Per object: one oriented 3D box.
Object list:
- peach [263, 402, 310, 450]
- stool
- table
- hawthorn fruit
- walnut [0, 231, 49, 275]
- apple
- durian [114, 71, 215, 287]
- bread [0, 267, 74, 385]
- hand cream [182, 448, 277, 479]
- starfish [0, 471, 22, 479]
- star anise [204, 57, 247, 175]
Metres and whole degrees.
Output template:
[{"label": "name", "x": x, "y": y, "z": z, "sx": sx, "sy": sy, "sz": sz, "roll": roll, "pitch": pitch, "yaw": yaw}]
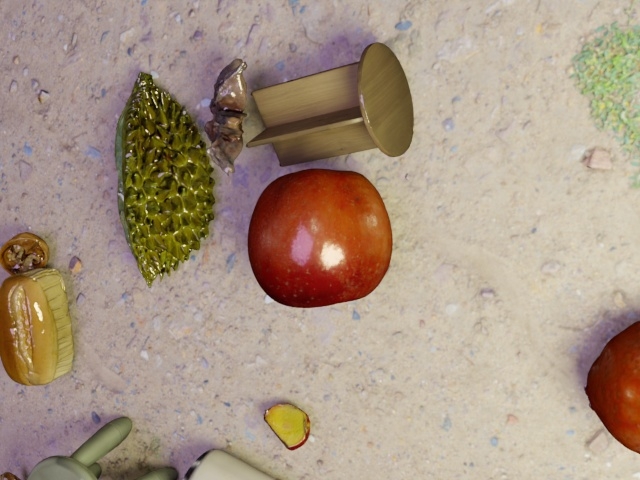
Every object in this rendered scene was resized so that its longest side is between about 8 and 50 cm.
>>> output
[{"label": "peach", "x": -0.057, "y": 0.321, "z": 1.183, "sx": 0.083, "sy": 0.050, "sz": 0.077, "roll": -1, "pitch": 71, "yaw": 17}, {"label": "stool", "x": -0.413, "y": 0.471, "z": 1.293, "sx": 0.195, "sy": 0.199, "sz": 0.195, "roll": 42, "pitch": 113, "yaw": 18}, {"label": "table", "x": 0.006, "y": -0.191, "z": 1.055, "sx": 0.227, "sy": 0.167, "sz": 0.167, "roll": -8, "pitch": 91, "yaw": 32}, {"label": "hawthorn fruit", "x": 0.430, "y": 0.195, "z": 0.851, "sx": 0.185, "sy": 0.202, "sz": 0.185, "roll": 2, "pitch": 97, "yaw": 18}, {"label": "walnut", "x": -0.608, "y": 0.022, "z": 1.422, "sx": 0.091, "sy": 0.052, "sz": 0.121, "roll": 36, "pitch": 120, "yaw": -26}, {"label": "apple", "x": 0.000, "y": 0.000, "z": 1.036, "sx": 0.218, "sy": 0.218, "sz": 0.201, "roll": -9, "pitch": 82, "yaw": 27}, {"label": "durian", "x": -0.294, "y": -0.118, "z": 1.256, "sx": 0.198, "sy": 0.163, "sz": 0.394, "roll": 160, "pitch": 101, "yaw": -65}, {"label": "bread", "x": -0.582, "y": 0.176, "z": 1.388, "sx": 0.140, "sy": 0.106, "sz": 0.236, "roll": 2, "pitch": 101, "yaw": 23}, {"label": "hand cream", "x": -0.072, "y": 0.492, "z": 1.180, "sx": 0.359, "sy": 0.118, "sz": 0.185, "roll": 25, "pitch": 105, "yaw": 16}, {"label": "starfish", "x": -0.645, "y": 0.591, "z": 1.483, "sx": 0.146, "sy": 0.074, "sz": 0.189, "roll": -35, "pitch": 79, "yaw": 23}, {"label": "star anise", "x": -0.152, "y": -0.211, "z": 1.115, "sx": 0.063, "sy": 0.208, "sz": 0.171, "roll": 7, "pitch": 109, "yaw": -12}]
